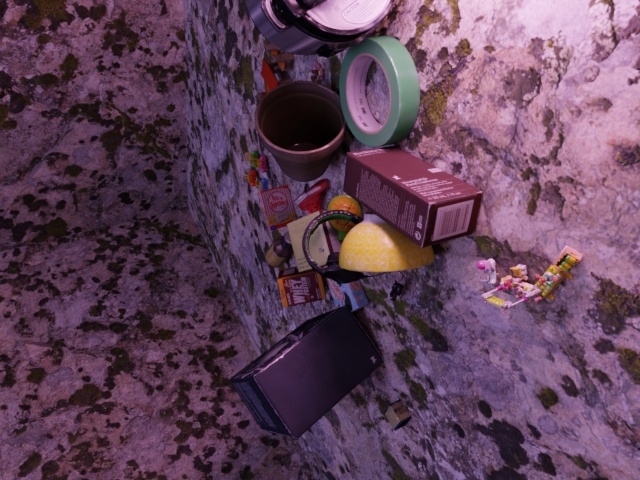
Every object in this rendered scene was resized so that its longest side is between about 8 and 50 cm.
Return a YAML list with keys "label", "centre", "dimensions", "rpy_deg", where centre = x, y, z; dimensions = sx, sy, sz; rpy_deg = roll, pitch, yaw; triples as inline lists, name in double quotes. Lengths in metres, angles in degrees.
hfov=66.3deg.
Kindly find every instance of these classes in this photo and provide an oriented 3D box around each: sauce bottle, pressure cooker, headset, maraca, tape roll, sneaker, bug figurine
- label: "sauce bottle"
  centre: [-0.195, 0.042, 2.496]
  dimensions: [0.111, 0.111, 0.344]
  rpy_deg: [68, 152, 12]
- label: "pressure cooker"
  centre: [0.002, -0.699, 1.299]
  dimensions: [0.420, 0.375, 0.370]
  rpy_deg: [-153, 70, -65]
- label: "headset"
  centre: [0.121, 0.062, 1.720]
  dimensions: [0.394, 0.243, 0.185]
  rpy_deg: [34, 166, 17]
- label: "maraca"
  centre: [0.097, -0.080, 1.831]
  dimensions: [0.099, 0.127, 0.186]
  rpy_deg: [-48, -60, -72]
- label: "tape roll"
  centre: [0.171, -0.449, 1.495]
  dimensions: [0.321, 0.077, 0.321]
  rpy_deg: [42, 141, 47]
- label: "sneaker"
  centre: [-0.009, -0.167, 2.060]
  dimensions: [0.128, 0.087, 0.221]
  rpy_deg: [50, 147, -9]
- label: "bug figurine"
  centre: [-0.326, -0.350, 2.561]
  dimensions: [0.279, 0.072, 0.216]
  rpy_deg: [-141, 48, -57]

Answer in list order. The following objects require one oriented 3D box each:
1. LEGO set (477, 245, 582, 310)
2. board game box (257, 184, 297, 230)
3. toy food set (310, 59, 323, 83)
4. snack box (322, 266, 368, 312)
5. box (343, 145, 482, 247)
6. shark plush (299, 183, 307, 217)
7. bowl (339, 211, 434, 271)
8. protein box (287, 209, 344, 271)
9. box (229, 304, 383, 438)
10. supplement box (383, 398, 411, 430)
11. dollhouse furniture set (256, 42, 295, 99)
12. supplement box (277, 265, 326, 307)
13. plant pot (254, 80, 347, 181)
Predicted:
- label: "LEGO set"
  centre: [0.481, 0.102, 1.165]
  dimensions: [0.287, 0.107, 0.132]
  rpy_deg: [-19, 88, 65]
- label: "board game box"
  centre: [-0.204, -0.156, 2.346]
  dimensions: [0.045, 0.146, 0.194]
  rpy_deg: [-8, 98, 65]
- label: "toy food set"
  centre: [-0.011, -0.619, 1.829]
  dimensions: [0.122, 0.019, 0.078]
  rpy_deg: [141, 111, -71]
- label: "snack box"
  centre: [0.080, 0.149, 2.058]
  dimensions: [0.322, 0.060, 0.187]
  rpy_deg: [67, 154, 14]
- label: "box"
  centre: [0.247, -0.140, 1.395]
  dimensions: [0.381, 0.191, 0.143]
  rpy_deg: [40, 136, 48]
- label: "shark plush"
  centre: [-0.068, -0.168, 2.178]
  dimensions: [0.067, 0.073, 0.161]
  rpy_deg: [-83, -23, -77]
- label: "bowl"
  centre: [0.194, -0.010, 1.486]
  dimensions: [0.289, 0.289, 0.156]
  rpy_deg: [10, 107, 62]
- label: "protein box"
  centre: [0.000, 0.000, 1.933]
  dimensions: [0.199, 0.136, 0.201]
  rpy_deg: [-20, 83, 45]
- label: "box"
  centre: [-0.074, 0.552, 2.072]
  dimensions: [0.297, 0.480, 0.472]
  rpy_deg: [56, 153, 0]
- label: "supplement box"
  centre: [0.304, 0.689, 1.937]
  dimensions: [0.083, 0.056, 0.083]
  rpy_deg: [56, 150, 31]
- label: "dollhouse furniture set"
  centre: [-0.189, -0.640, 2.034]
  dimensions: [0.259, 0.135, 0.262]
  rpy_deg: [60, 152, 26]
- label: "supplement box"
  centre: [-0.082, 0.194, 2.188]
  dimensions: [0.194, 0.191, 0.129]
  rpy_deg: [-96, -6, -80]
- label: "plant pot"
  centre: [-0.067, -0.370, 1.806]
  dimensions: [0.323, 0.323, 0.280]
  rpy_deg: [62, 168, 23]
